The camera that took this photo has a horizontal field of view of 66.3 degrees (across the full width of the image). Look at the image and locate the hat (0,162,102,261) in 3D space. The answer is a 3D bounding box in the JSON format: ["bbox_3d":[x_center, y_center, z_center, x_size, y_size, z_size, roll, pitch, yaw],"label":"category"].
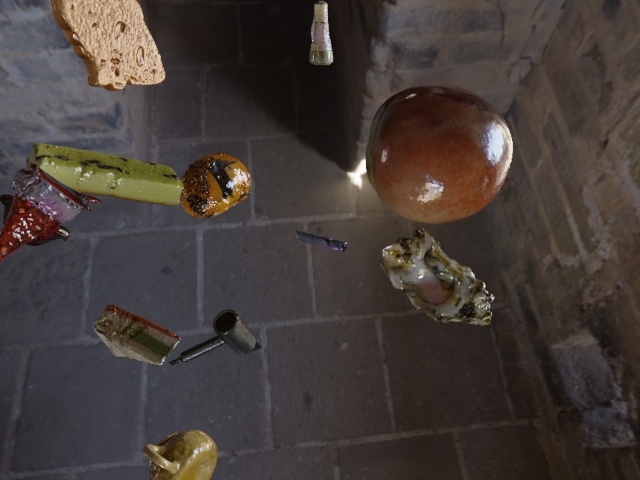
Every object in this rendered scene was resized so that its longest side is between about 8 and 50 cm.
[{"bbox_3d":[-0.535,-0.024,0.895,0.140,0.128,0.228,41,77,-31],"label":"hat"}]

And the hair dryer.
[{"bbox_3d":[-0.316,0.317,1.433,0.248,0.196,0.078,-23,48,0],"label":"hair dryer"}]

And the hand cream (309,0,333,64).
[{"bbox_3d":[0.003,-0.716,1.695,0.083,0.203,0.084,0,28,0],"label":"hand cream"}]

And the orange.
[{"bbox_3d":[-0.330,-0.167,1.516,0.182,0.234,0.234,48,70,-7],"label":"orange"}]

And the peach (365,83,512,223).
[{"bbox_3d":[0.196,-0.145,0.832,0.252,0.252,0.253,1,65,-3],"label":"peach"}]

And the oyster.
[{"bbox_3d":[0.324,0.114,1.358,0.107,0.201,0.354,-1,41,-49],"label":"oyster"}]

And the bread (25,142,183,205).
[{"bbox_3d":[-0.551,-0.170,1.273,0.361,0.077,0.138,7,27,-36],"label":"bread"}]

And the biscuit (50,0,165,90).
[{"bbox_3d":[-0.339,-0.334,0.811,0.043,0.280,0.183,14,89,10],"label":"biscuit"}]

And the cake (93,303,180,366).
[{"bbox_3d":[-0.433,0.247,1.177,0.220,0.117,0.086,20,55,15],"label":"cake"}]

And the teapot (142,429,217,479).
[{"bbox_3d":[-0.414,0.624,1.394,0.166,0.311,0.203,24,70,27],"label":"teapot"}]

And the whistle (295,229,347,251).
[{"bbox_3d":[0.000,0.000,1.379,0.176,0.033,0.033,14,62,35],"label":"whistle"}]
